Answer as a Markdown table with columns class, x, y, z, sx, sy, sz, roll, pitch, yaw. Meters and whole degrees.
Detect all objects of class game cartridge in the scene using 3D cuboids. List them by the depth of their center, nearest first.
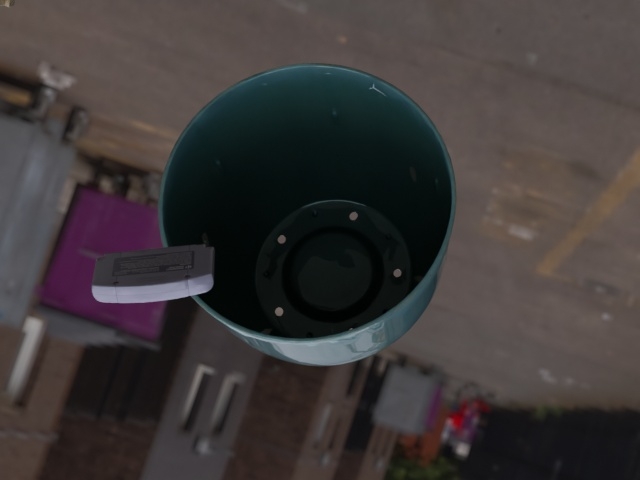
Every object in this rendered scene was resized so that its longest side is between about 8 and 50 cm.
| class | x | y | z | sx | sy | sz | roll | pitch | yaw |
| --- | --- | --- | --- | --- | --- | --- | --- | --- | --- |
| game cartridge | -0.115 | 0.023 | 1.061 | 0.083 | 0.017 | 0.056 | -5 | -157 | 1 |

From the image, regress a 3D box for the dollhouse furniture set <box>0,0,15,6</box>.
| class | x | y | z | sx | sy | sz | roll | pitch | yaw |
| --- | --- | --- | --- | --- | --- | --- | --- | --- | --- |
| dollhouse furniture set | -0.424 | -0.370 | 1.771 | 0.129 | 0.184 | 0.129 | 25 | -155 | 19 |

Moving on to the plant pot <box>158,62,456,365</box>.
| class | x | y | z | sx | sy | sz | roll | pitch | yaw |
| --- | --- | --- | --- | --- | --- | --- | --- | --- | --- |
| plant pot | 0.000 | 0.000 | 1.599 | 0.293 | 0.293 | 0.235 | 17 | 163 | 14 |
